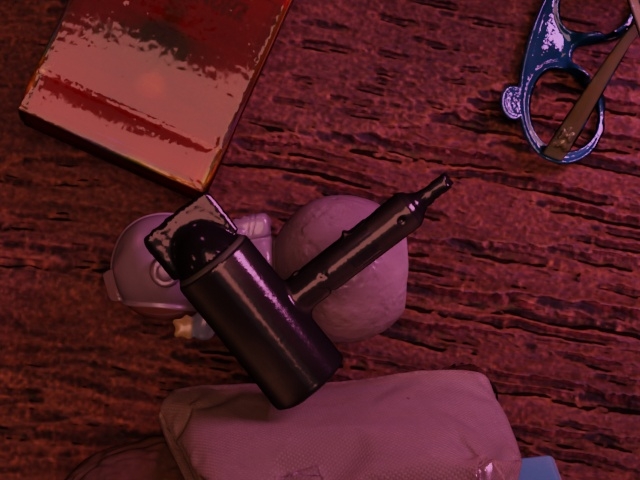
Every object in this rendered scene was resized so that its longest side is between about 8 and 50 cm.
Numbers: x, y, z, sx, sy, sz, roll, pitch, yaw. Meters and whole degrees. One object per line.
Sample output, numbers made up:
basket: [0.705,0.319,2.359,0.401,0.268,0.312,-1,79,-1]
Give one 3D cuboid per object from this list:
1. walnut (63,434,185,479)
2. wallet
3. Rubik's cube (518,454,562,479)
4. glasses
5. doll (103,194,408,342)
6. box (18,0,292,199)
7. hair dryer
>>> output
walnut: [-0.134,0.268,1.247,0.230,0.178,0.178,3,83,-17]
wallet: [0.026,0.183,1.206,0.335,0.275,0.068,-2,106,-8]
Rubik's cube: [0.162,0.337,1.238,0.213,0.224,0.265,-5,79,-7]
glasses: [0.302,-0.188,1.346,0.102,0.207,0.239,25,82,-39]
doll: [-0.063,0.027,1.290,0.287,0.151,0.151,0,84,-2]
box: [-0.142,-0.220,1.333,0.197,0.089,0.313,24,82,-4]
hair dryer: [0.000,0.000,1.187,0.248,0.078,0.195,-37,101,0]
